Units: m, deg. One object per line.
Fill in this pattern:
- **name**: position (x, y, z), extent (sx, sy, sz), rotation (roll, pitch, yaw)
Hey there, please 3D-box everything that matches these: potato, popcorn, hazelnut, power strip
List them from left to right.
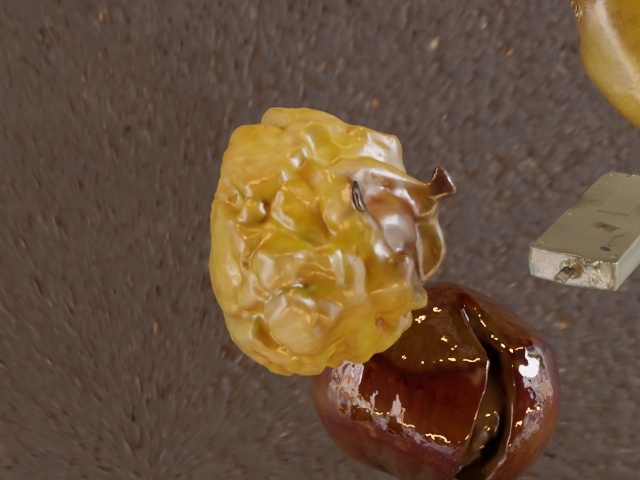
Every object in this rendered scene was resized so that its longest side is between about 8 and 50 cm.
- **popcorn**: position (0.000, 0.000, 1.001), extent (0.148, 0.152, 0.167), rotation (39, 40, -36)
- **hazelnut**: position (0.113, 0.150, 1.758), extent (0.252, 0.217, 0.217), rotation (9, 81, -11)
- **power strip**: position (0.149, -0.004, 0.904), extent (0.051, 0.136, 0.019), rotation (13, 118, 25)
- **potato**: position (0.349, -0.205, 1.761), extent (0.173, 0.140, 0.300), rotation (-38, 99, -26)
